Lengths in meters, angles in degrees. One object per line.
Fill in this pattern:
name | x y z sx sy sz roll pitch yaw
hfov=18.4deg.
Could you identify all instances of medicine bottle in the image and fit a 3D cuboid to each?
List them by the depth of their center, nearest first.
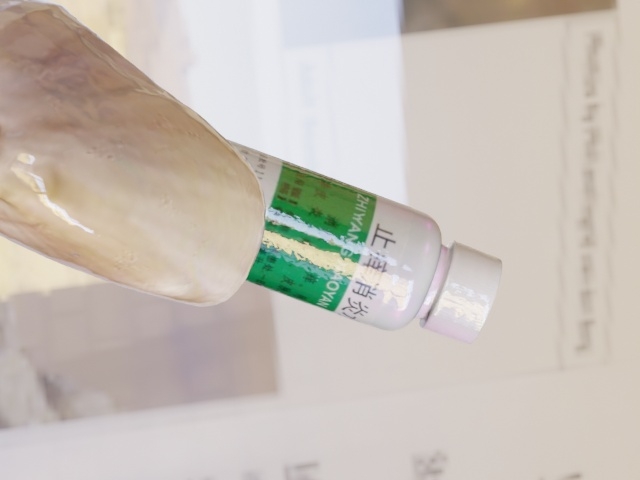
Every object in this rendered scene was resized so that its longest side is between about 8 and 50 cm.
medicine bottle | 0.000 0.000 1.425 0.095 0.260 0.095 -161 -90 -83

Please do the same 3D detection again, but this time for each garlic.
garlic | -0.122 -0.047 0.926 0.110 0.217 0.228 -61 -172 -3
